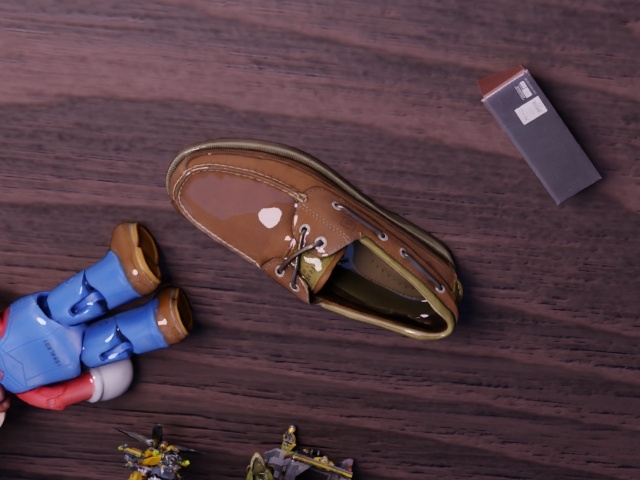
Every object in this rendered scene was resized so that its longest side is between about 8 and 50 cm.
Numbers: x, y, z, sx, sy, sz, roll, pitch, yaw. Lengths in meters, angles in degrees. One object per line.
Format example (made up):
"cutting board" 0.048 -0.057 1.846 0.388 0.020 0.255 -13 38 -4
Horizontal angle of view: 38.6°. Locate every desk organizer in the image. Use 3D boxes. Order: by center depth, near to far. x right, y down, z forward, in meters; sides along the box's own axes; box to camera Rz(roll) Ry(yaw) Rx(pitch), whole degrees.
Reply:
"desk organizer" 0.196 -0.101 0.825 0.047 0.050 0.130 -33 115 18

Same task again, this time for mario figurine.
"mario figurine" -0.301 0.087 0.925 0.320 0.170 0.198 -22 83 1

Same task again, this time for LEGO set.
"LEGO set" -0.071 0.264 0.947 0.331 0.192 0.255 18 156 -5

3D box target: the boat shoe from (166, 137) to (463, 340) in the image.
"boat shoe" 0.000 0.000 0.855 0.307 0.104 0.110 21 119 -12
